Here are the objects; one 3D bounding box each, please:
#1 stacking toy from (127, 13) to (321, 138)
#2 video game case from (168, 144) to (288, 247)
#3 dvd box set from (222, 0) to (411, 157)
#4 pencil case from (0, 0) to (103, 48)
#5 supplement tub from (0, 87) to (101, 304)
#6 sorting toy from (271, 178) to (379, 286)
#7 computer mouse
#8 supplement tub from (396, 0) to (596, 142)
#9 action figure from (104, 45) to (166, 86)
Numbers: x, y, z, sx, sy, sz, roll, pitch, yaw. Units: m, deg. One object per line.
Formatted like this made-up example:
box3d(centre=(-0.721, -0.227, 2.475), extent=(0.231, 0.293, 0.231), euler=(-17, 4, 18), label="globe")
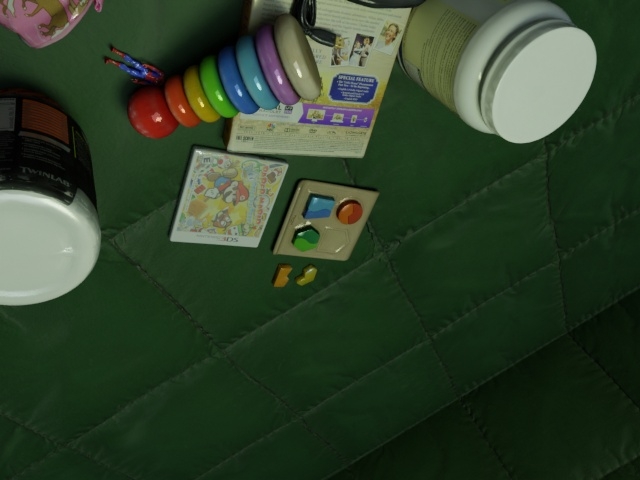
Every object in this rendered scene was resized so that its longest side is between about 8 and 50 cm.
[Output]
box3d(centre=(-0.172, -0.251, 0.907), extent=(0.330, 0.141, 0.141), euler=(-18, 136, 14), label="stacking toy")
box3d(centre=(-0.198, -0.085, 1.158), extent=(0.206, 0.026, 0.227), euler=(5, 124, -31), label="video game case")
box3d(centre=(-0.003, -0.356, 1.005), extent=(0.308, 0.062, 0.420), euler=(-3, 128, -25), label="dvd box set")
box3d(centre=(-0.455, -0.416, 0.655), extent=(0.160, 0.167, 0.386), euler=(-54, 135, -7), label="pencil case")
box3d(centre=(-0.449, -0.084, 0.810), extent=(0.207, 0.338, 0.207), euler=(-14, 132, -16), label="supplement tub")
box3d(centre=(0.000, 0.000, 1.320), extent=(0.229, 0.041, 0.307), euler=(4, 125, -30), label="sorting toy")
box3d(centre=(0.080, -0.408, 0.916), extent=(0.262, 0.060, 0.184), euler=(1, 126, -27), label="computer mouse")
box3d(centre=(0.305, -0.342, 0.990), extent=(0.236, 0.325, 0.235), euler=(-14, 132, -16), label="supplement tub")
box3d(centre=(-0.309, -0.290, 0.928), extent=(0.115, 0.030, 0.038), euler=(20, 113, -40), label="action figure")
